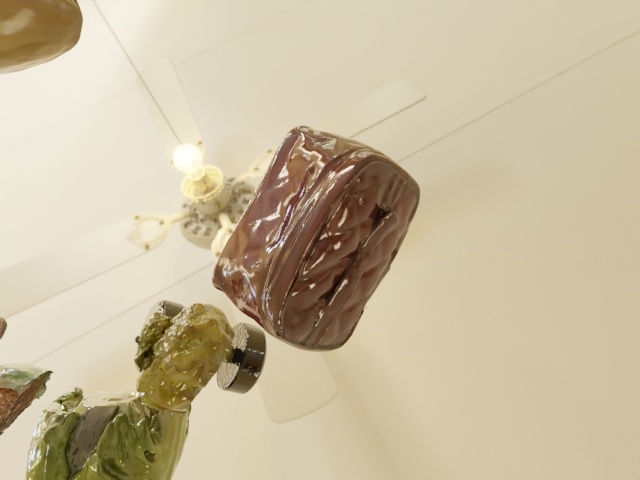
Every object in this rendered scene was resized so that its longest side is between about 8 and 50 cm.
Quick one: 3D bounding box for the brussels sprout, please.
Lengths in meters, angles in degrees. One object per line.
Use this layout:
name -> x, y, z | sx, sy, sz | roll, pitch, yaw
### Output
brussels sprout -> -0.544, 0.583, 1.232 | 0.424, 0.342, 0.362 | -3, -94, 33

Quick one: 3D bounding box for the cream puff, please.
cream puff -> -0.333, 0.251, 1.088 | 0.282, 0.185, 0.282 | -43, -164, 15

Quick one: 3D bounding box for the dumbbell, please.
dumbbell -> -0.335, 0.304, 1.350 | 0.322, 0.203, 0.204 | 22, -133, -26

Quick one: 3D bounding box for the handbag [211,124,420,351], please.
handbag -> 0.000, 0.000, 0.510 | 0.135, 0.146, 0.225 | 29, -91, 41

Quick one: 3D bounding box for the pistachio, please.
pistachio -> -0.565, -0.374, 0.821 | 0.292, 0.182, 0.162 | -24, -125, -17

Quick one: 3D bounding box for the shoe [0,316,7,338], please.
shoe -> -0.772, 0.220, 1.041 | 0.088, 0.092, 0.180 | 3, -135, 8

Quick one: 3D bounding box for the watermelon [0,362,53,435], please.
watermelon -> -0.472, 0.239, 0.701 | 0.071, 0.187, 0.139 | 34, -126, -10
